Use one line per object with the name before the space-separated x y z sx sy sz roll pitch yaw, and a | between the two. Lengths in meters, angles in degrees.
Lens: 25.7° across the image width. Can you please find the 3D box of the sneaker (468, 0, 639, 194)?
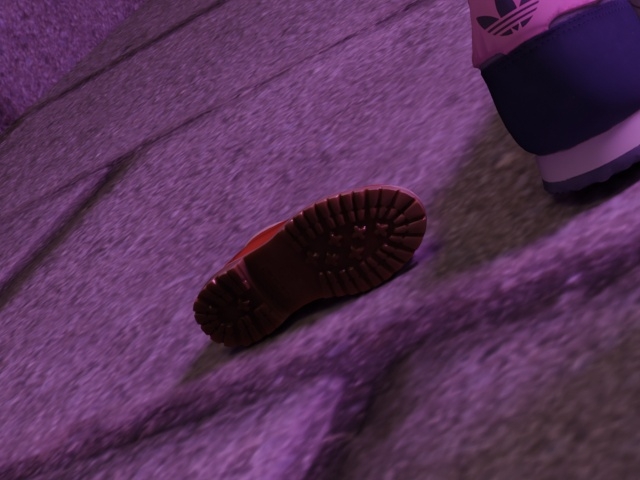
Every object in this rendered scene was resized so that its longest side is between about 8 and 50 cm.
sneaker | 0.147 -0.150 0.825 0.112 0.131 0.319 -29 18 20

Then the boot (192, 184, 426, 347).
boot | 0.000 0.000 0.832 0.158 0.059 0.085 -26 14 29

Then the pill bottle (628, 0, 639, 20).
pill bottle | 0.171 -0.128 0.484 0.152 0.272 0.152 -32 17 11
